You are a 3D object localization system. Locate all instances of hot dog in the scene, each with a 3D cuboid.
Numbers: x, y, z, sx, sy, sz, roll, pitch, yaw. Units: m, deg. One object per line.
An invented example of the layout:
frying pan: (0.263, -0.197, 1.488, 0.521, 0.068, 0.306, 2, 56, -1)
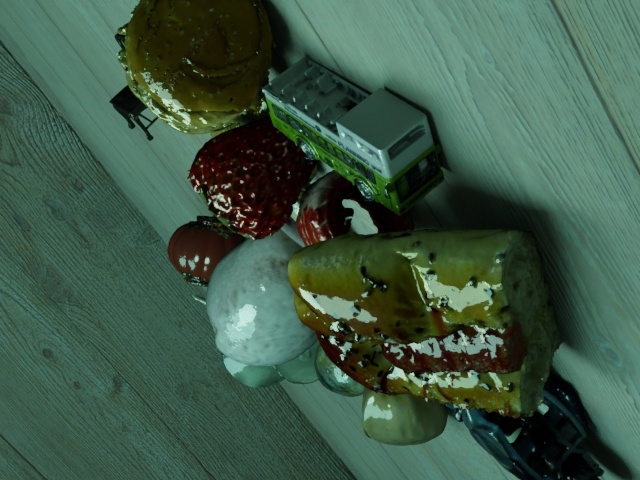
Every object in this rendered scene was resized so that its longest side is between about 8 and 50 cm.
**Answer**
hot dog: (0.137, 0.112, 1.351, 0.366, 0.196, 0.367, 7, 144, 30)

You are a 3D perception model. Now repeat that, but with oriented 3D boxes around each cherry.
cherry: (-0.111, 0.123, 2.044, 0.291, 0.326, 0.335, 37, 167, -2)

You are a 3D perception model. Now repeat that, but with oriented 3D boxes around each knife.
knife: (-0.001, 0.002, 1.800, 0.278, 0.053, 0.123, 31, 170, -31)

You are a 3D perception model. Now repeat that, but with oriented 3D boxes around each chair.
chair: (-0.447, -0.365, 2.176, 0.106, 0.113, 0.229, 30, 161, 43)

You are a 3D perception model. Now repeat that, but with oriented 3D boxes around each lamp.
lamp: (-0.324, 0.024, 2.630, 0.227, 0.227, 0.227, 43, 164, 15)

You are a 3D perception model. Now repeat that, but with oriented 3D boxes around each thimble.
thimble: (0.055, -0.029, 1.528, 0.189, 0.163, 0.125, 46, 163, -5)

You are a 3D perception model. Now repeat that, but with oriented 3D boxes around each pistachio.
pistachio: (0.196, 0.410, 2.180, 0.166, 0.197, 0.288, 39, 174, 41)

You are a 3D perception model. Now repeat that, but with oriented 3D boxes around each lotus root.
lotus root: (0.063, 0.322, 2.394, 0.175, 0.175, 0.349, 47, 164, 0)

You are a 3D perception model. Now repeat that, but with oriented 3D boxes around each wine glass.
wine glass: (-0.116, 0.321, 2.731, 0.267, 0.267, 0.406, 50, 161, -11)

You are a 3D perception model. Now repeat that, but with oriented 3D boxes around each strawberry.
strawberry: (-0.086, -0.125, 1.530, 0.205, 0.244, 0.205, 48, -172, -9)

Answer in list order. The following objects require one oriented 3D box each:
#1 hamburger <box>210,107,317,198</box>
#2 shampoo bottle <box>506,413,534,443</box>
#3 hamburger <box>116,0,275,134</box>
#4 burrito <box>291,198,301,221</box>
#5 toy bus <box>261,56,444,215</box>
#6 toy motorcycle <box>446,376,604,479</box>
hamburger: (-0.103, -0.162, 1.708, 0.215, 0.122, 0.189, 41, 163, 16)
shampoo bottle: (0.401, 0.388, 1.775, 0.262, 0.085, 0.085, 53, 164, -16)
hamburger: (-0.196, -0.300, 1.444, 0.211, 0.245, 0.260, -156, 69, -79)
burrito: (-0.126, -0.100, 2.007, 0.392, 0.076, 0.117, 28, 155, 50)
toy bus: (0.039, -0.166, 1.343, 0.302, 0.113, 0.139, 37, 158, 37)
toy motorcycle: (0.357, 0.319, 1.622, 0.416, 0.172, 0.232, 43, 173, -19)
